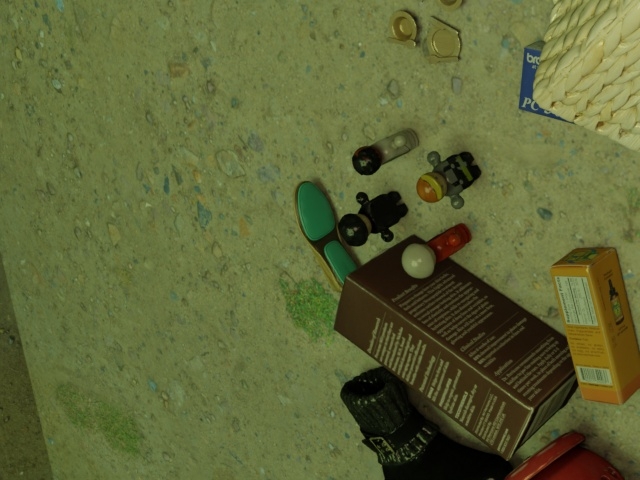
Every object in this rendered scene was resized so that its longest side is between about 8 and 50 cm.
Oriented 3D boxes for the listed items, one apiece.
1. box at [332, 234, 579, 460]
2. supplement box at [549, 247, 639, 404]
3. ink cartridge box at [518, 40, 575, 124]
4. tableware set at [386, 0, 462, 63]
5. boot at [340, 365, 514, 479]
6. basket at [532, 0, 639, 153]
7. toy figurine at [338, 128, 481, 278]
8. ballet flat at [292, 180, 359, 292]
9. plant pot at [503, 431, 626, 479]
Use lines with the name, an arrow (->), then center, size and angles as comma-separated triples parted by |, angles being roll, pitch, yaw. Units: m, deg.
box -> 0.227, 0.168, 1.680 | 0.381, 0.191, 0.143 | 37, 134, 25
supplement box -> 0.425, 0.130, 1.544 | 0.080, 0.078, 0.233 | 2, 113, 48
ink cartridge box -> 0.381, -0.210, 1.415 | 0.207, 0.046, 0.097 | 22, 126, 36
tableware set -> 0.163, -0.358, 1.570 | 0.141, 0.020, 0.168 | 25, 128, 34
boot -> 0.194, 0.365, 1.872 | 0.348, 0.131, 0.260 | -11, 104, 48
basket -> 0.418, -0.279, 1.022 | 0.267, 0.328, 0.331 | 20, 152, -9
toy figurine -> 0.142, -0.064, 1.663 | 0.213, 0.148, 0.209 | 30, 131, 31
ballet flat -> 0.000, 0.000, 1.903 | 0.232, 0.080, 0.073 | 65, 154, -3
plant pot -> 0.406, 0.424, 1.654 | 0.174, 0.191, 0.191 | 53, 140, 21
